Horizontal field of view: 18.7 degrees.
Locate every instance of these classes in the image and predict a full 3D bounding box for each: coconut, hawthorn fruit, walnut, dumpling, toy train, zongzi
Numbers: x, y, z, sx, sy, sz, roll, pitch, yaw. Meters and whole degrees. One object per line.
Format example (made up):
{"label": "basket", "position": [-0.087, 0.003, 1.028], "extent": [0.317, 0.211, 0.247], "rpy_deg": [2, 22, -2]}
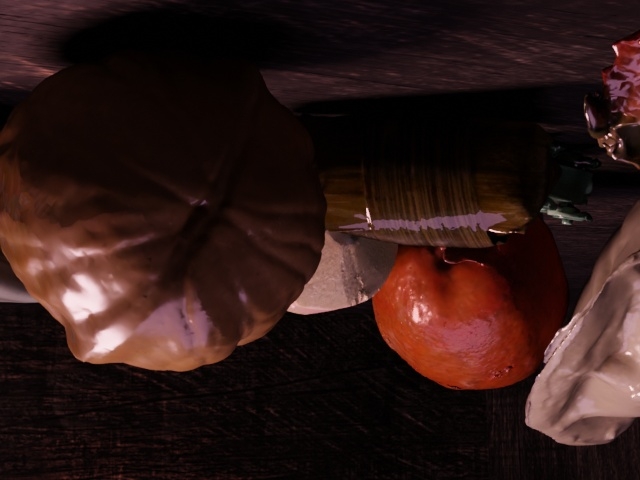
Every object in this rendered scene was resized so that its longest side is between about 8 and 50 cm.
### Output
{"label": "coconut", "position": [0.000, 0.000, 1.914], "extent": [0.147, 0.147, 0.152], "rpy_deg": [0, 177, -17]}
{"label": "hawthorn fruit", "position": [0.144, 0.034, 1.997], "extent": [0.211, 0.211, 0.299], "rpy_deg": [-3, 159, 14]}
{"label": "walnut", "position": [-0.110, -0.022, 1.281], "extent": [0.225, 0.225, 0.261], "rpy_deg": [0, 179, -18]}
{"label": "dumpling", "position": [0.334, 0.072, 1.989], "extent": [0.315, 0.233, 0.395], "rpy_deg": [-4, 142, -43]}
{"label": "toy train", "position": [0.190, -0.056, 1.777], "extent": [0.099, 0.070, 0.172], "rpy_deg": [7, 179, 29]}
{"label": "zongzi", "position": [0.072, -0.053, 1.597], "extent": [0.247, 0.111, 0.241], "rpy_deg": [2, -178, 11]}

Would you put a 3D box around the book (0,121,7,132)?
{"label": "book", "position": [-0.144, -0.083, 1.588], "extent": [0.232, 0.022, 0.162], "rpy_deg": [2, 176, -35]}

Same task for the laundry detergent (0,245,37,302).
{"label": "laundry detergent", "position": [-0.397, -0.018, 1.593], "extent": [0.397, 0.125, 0.264], "rpy_deg": [2, 174, 23]}

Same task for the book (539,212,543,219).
{"label": "book", "position": [0.113, -0.029, 2.241], "extent": [0.215, 0.025, 0.282], "rpy_deg": [-7, 171, 27]}

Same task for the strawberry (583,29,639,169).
{"label": "strawberry", "position": [0.268, -0.110, 1.114], "extent": [0.236, 0.107, 0.175], "rpy_deg": [-4, 137, 13]}
